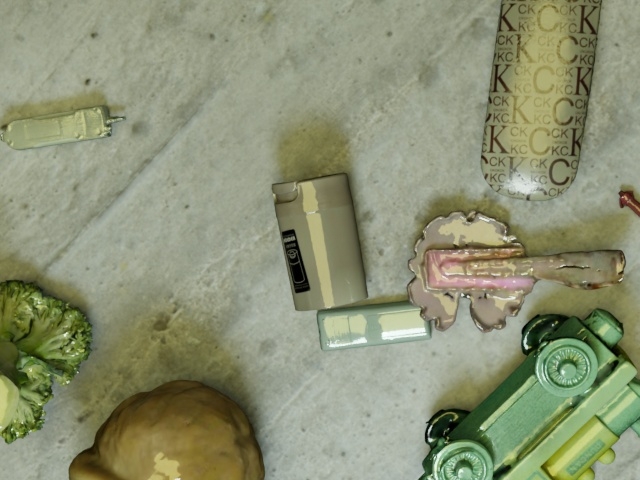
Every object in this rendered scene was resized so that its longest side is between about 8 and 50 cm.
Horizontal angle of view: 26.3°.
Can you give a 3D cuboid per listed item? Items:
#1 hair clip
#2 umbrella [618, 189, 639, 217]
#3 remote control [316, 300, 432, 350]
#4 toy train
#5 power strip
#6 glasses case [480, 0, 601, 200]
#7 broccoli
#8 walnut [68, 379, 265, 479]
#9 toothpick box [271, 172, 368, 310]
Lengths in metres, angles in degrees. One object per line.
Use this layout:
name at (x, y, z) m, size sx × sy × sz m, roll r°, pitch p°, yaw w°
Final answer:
hair clip at (0.271, 0.042, 1.891) m, size 0.300 × 0.069 × 0.173 m, roll 0°, pitch 86°, yaw 17°
umbrella at (0.474, -0.012, 1.881) m, size 0.165 × 0.025 × 0.027 m, roll 43°, pitch 118°, yaw 7°
remote control at (0.076, 0.121, 1.950) m, size 0.162 × 0.029 × 0.061 m, roll -8°, pitch 91°, yaw 8°
toy train at (0.307, 0.268, 1.871) m, size 0.237 × 0.150 × 0.369 m, roll 44°, pitch 99°, yaw -5°
power strip at (-0.376, -0.165, 2.001) m, size 0.191 × 0.030 × 0.048 m, roll -8°, pitch 91°, yaw 9°
glasses case at (0.302, -0.230, 1.863) m, size 0.137 × 0.085 × 0.355 m, roll 8°, pitch 95°, yaw 7°
broccoli at (-0.430, 0.181, 1.881) m, size 0.252 × 0.361 × 0.221 m, roll 30°, pitch 91°, yaw -32°
walnut at (-0.207, 0.341, 1.894) m, size 0.285 × 0.285 × 0.296 m, roll 18°, pitch 90°, yaw 7°
toothpick box at (0.000, 0.000, 1.913) m, size 0.111 × 0.111 × 0.181 m, roll -10°, pitch 94°, yaw 9°
